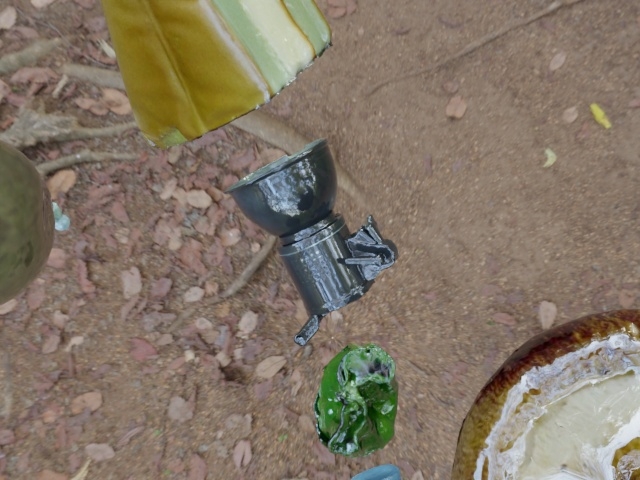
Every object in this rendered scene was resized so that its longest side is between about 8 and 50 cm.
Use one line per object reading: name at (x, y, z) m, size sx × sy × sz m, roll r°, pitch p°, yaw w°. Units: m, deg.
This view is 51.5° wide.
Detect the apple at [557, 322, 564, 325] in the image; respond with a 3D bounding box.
apple at (0.509, 0.235, 1.210) m, size 0.188 × 0.174 × 0.207 m, roll 8°, pitch 37°, yaw -19°

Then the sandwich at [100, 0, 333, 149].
sandwich at (-0.140, -0.229, 0.708) m, size 0.198 × 0.227 × 0.155 m, roll 55°, pitch 47°, yaw -20°

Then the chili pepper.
chili pepper at (0.083, 0.340, 1.368) m, size 0.167 × 0.385 × 0.213 m, roll -3°, pitch 63°, yaw -6°

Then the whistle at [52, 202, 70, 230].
whistle at (-0.549, -0.055, 1.366) m, size 0.035 × 0.100 × 0.035 m, roll -11°, pitch 47°, yaw 12°

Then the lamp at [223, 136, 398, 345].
lamp at (0.000, 0.000, 0.847) m, size 0.172 × 0.147 × 0.228 m, roll -23°, pitch 101°, yaw 24°

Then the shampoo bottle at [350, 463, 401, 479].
shampoo bottle at (0.116, 0.547, 1.199) m, size 0.103 × 0.061 × 0.259 m, roll -11°, pitch 94°, yaw -31°

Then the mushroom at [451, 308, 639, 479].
mushroom at (0.292, 0.227, 0.608) m, size 0.344 × 0.239 × 0.345 m, roll 0°, pitch 49°, yaw 0°

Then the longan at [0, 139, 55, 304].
longan at (-0.423, -0.019, 0.773) m, size 0.245 × 0.246 × 0.215 m, roll -12°, pitch 97°, yaw -1°
